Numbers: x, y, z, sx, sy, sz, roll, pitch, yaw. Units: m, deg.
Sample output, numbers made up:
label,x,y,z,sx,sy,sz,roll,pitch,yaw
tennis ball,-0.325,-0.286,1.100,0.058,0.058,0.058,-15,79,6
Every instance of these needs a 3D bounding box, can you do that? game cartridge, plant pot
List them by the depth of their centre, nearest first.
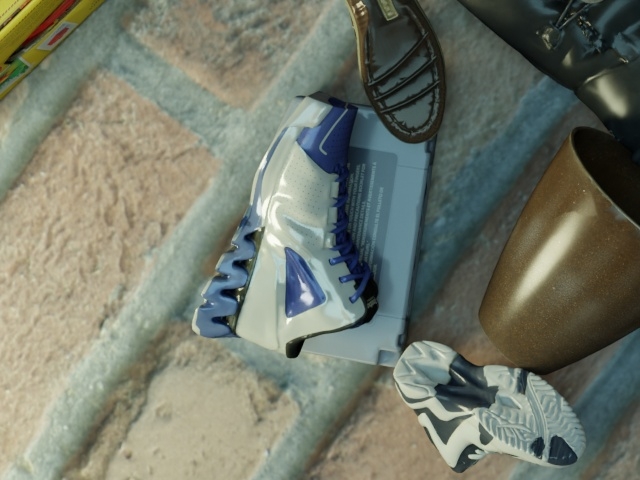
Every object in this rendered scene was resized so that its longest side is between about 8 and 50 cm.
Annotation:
label,x,y,z,sx,sy,sz,roll,pitch,yaw
plant pot,0.283,0.032,1.596,0.215,0.215,0.230,42,116,5
game cartridge,0.020,-0.013,1.706,0.198,0.062,0.297,10,97,14

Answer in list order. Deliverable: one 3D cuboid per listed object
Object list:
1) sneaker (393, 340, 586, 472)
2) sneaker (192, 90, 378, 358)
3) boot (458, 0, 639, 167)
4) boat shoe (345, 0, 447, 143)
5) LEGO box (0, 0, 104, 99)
label,x,y,z,sx,sy,sz,roll,pitch,yaw
sneaker,0.196,0.212,1.644,0.235,0.153,0.094,17,61,27
sneaker,-0.001,0.001,1.632,0.182,0.127,0.316,26,106,4
boot,0.324,-0.346,1.581,0.445,0.146,0.367,45,100,9
boat shoe,0.083,-0.230,1.651,0.095,0.095,0.258,-15,84,6
LEGO box,-0.413,-0.399,1.680,0.500,0.193,0.372,-41,87,12
